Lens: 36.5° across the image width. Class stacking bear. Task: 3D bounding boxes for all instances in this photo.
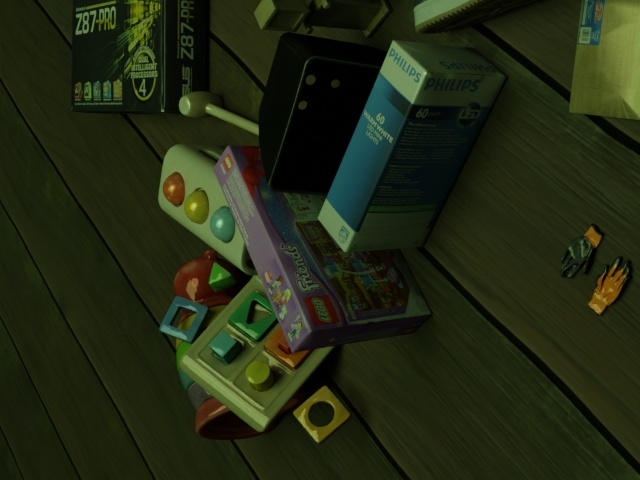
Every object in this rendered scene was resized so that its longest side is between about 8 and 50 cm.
[{"bbox_3d":[-0.159,0.158,1.572,0.175,0.164,0.289,-47,53,44],"label":"stacking bear"}]

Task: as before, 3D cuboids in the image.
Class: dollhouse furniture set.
[{"bbox_3d":[0.018,-0.357,1.253,0.161,0.182,0.101,-46,58,45],"label":"dollhouse furniture set"}]

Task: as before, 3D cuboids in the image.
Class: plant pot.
[{"bbox_3d":[0.013,-0.179,1.291,0.167,0.188,0.187,56,135,49],"label":"plant pot"}]

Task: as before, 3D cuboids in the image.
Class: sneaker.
[{"bbox_3d":[0.196,-0.339,1.089,0.282,0.099,0.153,-8,89,56],"label":"sneaker"}]

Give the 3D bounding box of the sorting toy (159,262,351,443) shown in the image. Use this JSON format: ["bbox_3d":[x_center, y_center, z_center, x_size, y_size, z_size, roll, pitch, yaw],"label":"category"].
[{"bbox_3d":[-0.091,0.156,1.436,0.347,0.196,0.047,33,165,26],"label":"sorting toy"}]

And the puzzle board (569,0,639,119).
[{"bbox_3d":[0.310,-0.195,1.024,0.096,0.011,0.128,18,107,52],"label":"puzzle board"}]

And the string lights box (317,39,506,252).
[{"bbox_3d":[0.109,-0.110,1.197,0.077,0.133,0.260,51,131,38],"label":"string lights box"}]

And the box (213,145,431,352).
[{"bbox_3d":[0.000,0.000,1.298,0.057,0.201,0.293,-51,54,42],"label":"box"}]

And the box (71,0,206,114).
[{"bbox_3d":[-0.344,-0.393,1.802,0.395,0.097,0.318,12,100,52],"label":"box"}]

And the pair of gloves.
[{"bbox_3d":[0.299,0.032,1.062,0.083,0.010,0.074,56,134,35],"label":"pair of gloves"}]

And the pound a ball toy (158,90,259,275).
[{"bbox_3d":[-0.161,-0.101,1.556,0.319,0.136,0.208,33,119,46],"label":"pound a ball toy"}]
